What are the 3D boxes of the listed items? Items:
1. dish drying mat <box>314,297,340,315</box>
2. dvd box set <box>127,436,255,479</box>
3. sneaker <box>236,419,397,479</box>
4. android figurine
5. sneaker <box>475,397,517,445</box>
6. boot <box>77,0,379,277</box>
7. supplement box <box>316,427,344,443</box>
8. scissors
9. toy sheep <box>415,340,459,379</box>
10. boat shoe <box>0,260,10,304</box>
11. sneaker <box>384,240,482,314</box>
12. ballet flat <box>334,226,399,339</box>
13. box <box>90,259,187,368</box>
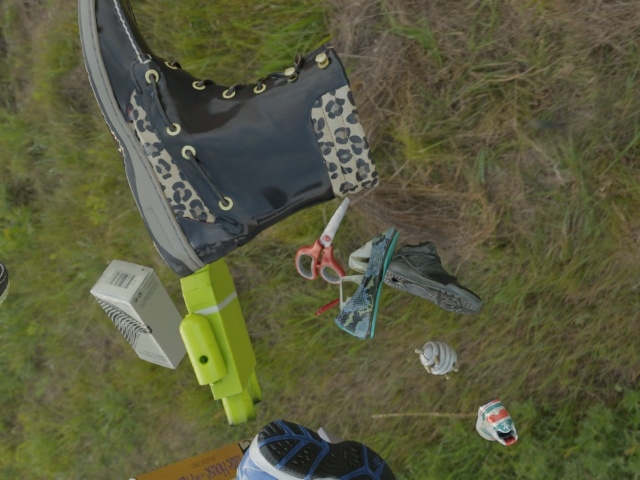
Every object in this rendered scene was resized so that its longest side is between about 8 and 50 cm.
[{"bbox_3d":[0.019,0.154,1.465,0.008,0.083,0.032,49,125,13],"label":"dish drying mat"},{"bbox_3d":[-0.282,0.419,0.957,0.307,0.420,0.062,-32,74,7],"label":"dvd box set"},{"bbox_3d":[0.004,0.267,0.698,0.211,0.080,0.081,32,119,-19],"label":"sneaker"},{"bbox_3d":[-0.152,0.131,0.944,0.056,0.248,0.273,-18,94,2],"label":"android figurine"},{"bbox_3d":[0.342,0.368,1.211,0.161,0.057,0.075,71,173,-51],"label":"sneaker"},{"bbox_3d":[-0.114,-0.174,0.773,0.284,0.138,0.377,-20,83,0],"label":"boot"},{"bbox_3d":[-0.026,0.497,1.200,0.073,0.239,0.130,39,-179,-29],"label":"supplement box"},{"bbox_3d":[0.000,0.000,1.186,0.109,0.021,0.297,19,148,12],"label":"scissors"},{"bbox_3d":[0.293,0.294,1.572,0.132,0.091,0.091,27,136,-24],"label":"toy sheep"},{"bbox_3d":[-0.514,0.074,0.791,0.103,0.285,0.092,36,120,14],"label":"boat shoe"},{"bbox_3d":[0.261,0.073,1.388,0.227,0.130,0.087,23,147,20],"label":"sneaker"},{"bbox_3d":[0.063,0.048,0.881,0.070,0.188,0.070,12,140,10],"label":"ballet flat"},{"bbox_3d":[-0.388,0.168,1.397,0.113,0.094,0.275,11,142,23],"label":"box"}]
